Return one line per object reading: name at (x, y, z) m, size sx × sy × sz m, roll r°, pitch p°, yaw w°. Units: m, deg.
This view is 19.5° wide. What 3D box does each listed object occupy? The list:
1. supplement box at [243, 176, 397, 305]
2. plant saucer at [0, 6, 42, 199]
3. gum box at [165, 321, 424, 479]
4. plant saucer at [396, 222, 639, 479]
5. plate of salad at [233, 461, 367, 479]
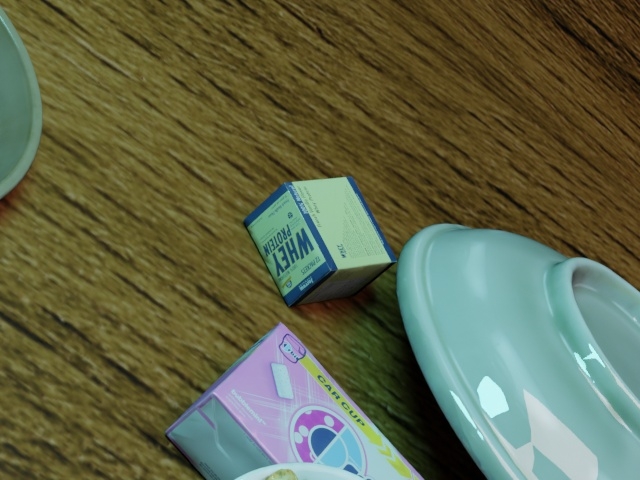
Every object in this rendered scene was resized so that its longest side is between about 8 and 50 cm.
supplement box at (0.000, 0.000, 1.476) m, size 0.083 × 0.056 × 0.083 m, roll -8°, pitch 63°, yaw -49°
plant saucer at (-0.319, -0.124, 1.275) m, size 0.278 × 0.041 × 0.278 m, roll 28°, pitch 41°, yaw -27°
gum box at (-0.006, 0.165, 1.316) m, size 0.188 × 0.062 × 0.107 m, roll 48°, pitch 37°, yaw -1°
plant saucer at (0.232, 0.124, 1.492) m, size 0.400 × 0.100 × 0.400 m, roll 39°, pitch 23°, yaw -21°
plate of salad at (-0.005, 0.242, 1.208) m, size 0.200 × 0.048 × 0.200 m, roll 7°, pitch 71°, yaw -20°
